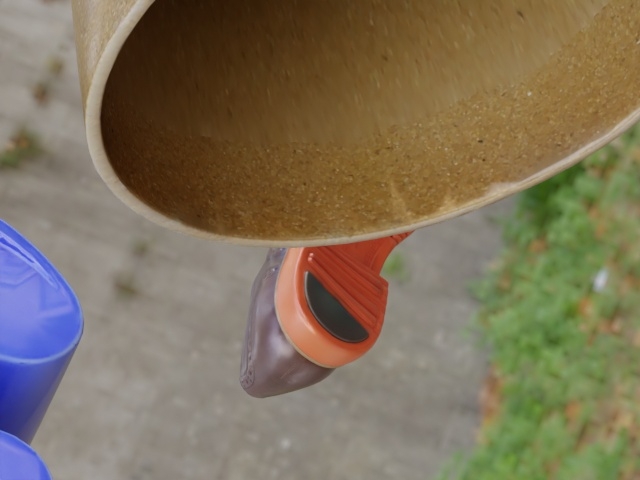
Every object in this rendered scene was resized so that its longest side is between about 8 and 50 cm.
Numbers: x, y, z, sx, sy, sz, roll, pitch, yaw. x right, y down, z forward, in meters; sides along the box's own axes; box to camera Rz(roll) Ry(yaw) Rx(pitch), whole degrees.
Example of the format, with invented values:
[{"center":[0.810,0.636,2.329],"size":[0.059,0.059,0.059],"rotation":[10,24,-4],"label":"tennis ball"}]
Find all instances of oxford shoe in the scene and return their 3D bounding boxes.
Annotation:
[{"center":[0.000,0.000,1.376],"size":[0.098,0.097,0.271],"rotation":[-40,16,36],"label":"oxford shoe"}]

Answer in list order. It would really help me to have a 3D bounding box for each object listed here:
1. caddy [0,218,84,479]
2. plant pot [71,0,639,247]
[{"center":[-0.277,0.083,0.952],"size":[0.179,0.341,0.241],"rotation":[-51,24,38],"label":"caddy"},{"center":[0.000,-0.164,0.732],"size":[0.237,0.237,0.254],"rotation":[111,145,-55],"label":"plant pot"}]
